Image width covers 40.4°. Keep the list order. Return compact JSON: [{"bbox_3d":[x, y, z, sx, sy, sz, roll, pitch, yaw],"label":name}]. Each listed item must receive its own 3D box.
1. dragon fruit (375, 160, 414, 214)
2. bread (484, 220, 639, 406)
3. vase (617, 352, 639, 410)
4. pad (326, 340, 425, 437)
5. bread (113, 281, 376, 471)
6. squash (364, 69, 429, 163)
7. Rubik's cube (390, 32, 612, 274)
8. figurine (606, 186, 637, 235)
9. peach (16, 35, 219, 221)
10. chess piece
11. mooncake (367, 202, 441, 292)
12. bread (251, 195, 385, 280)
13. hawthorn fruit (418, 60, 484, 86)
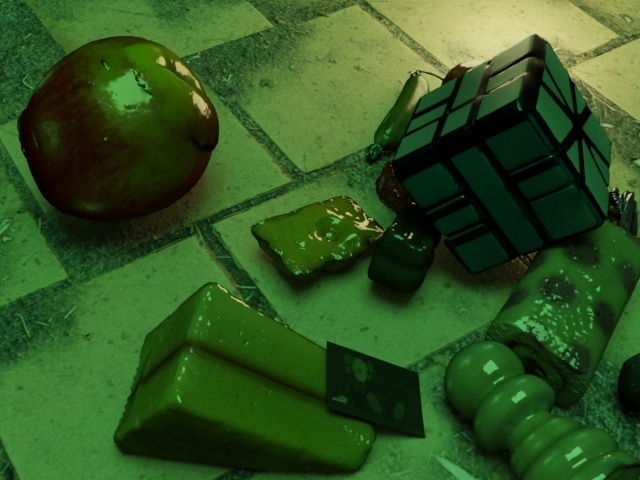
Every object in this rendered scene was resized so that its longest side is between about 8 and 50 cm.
[{"bbox_3d":[0.195,-0.137,1.762,0.152,0.111,0.153,3,50,-4],"label":"dragon fruit"},{"bbox_3d":[0.437,0.103,1.521,0.187,0.155,0.338,29,52,16],"label":"bread"},{"bbox_3d":[0.565,0.270,1.412,0.120,0.120,0.183,-13,63,-15],"label":"vase"},{"bbox_3d":[0.090,0.242,1.414,0.190,0.004,0.127,22,43,-25],"label":"pad"},{"bbox_3d":[-0.107,0.268,1.410,0.361,0.245,0.233,29,46,-20],"label":"bread"},{"bbox_3d":[0.188,-0.282,1.920,0.071,0.080,0.319,43,50,-16],"label":"squash"},{"bbox_3d":[0.337,-0.154,1.576,0.283,0.288,0.294,-25,26,32],"label":"Rubik's cube"},{"bbox_3d":[0.550,-0.037,1.701,0.157,0.126,0.114,-9,-2,38],"label":"figurine"},{"bbox_3d":[-0.384,-0.204,1.656,0.369,0.370,0.370,2,47,-2],"label":"peach"},{"bbox_3d":[0.316,0.288,1.343,0.182,0.182,0.330,-21,47,-21],"label":"chess piece"},{"bbox_3d":[0.159,0.012,1.584,0.104,0.168,0.175,21,65,14],"label":"mooncake"},{"bbox_3d":[0.000,0.000,1.642,0.233,0.088,0.161,-22,57,-25],"label":"bread"},{"bbox_3d":[0.326,-0.334,1.932,0.162,0.163,0.203,-28,45,-26],"label":"hawthorn fruit"}]
